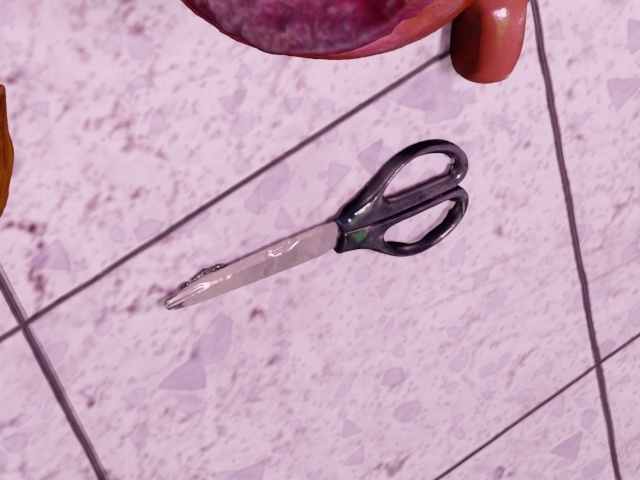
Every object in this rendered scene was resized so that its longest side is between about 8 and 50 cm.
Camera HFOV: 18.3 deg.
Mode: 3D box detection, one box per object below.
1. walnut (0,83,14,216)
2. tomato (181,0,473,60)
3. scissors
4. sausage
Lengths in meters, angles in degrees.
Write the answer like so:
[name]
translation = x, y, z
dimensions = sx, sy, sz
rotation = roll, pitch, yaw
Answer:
[walnut]
translation = -0.276, -0.022, 1.337
dimensions = 0.207, 0.116, 0.116
rotation = -56, 140, 0
[tomato]
translation = 0.028, -0.284, 1.267
dimensions = 0.176, 0.290, 0.334
rotation = -9, 112, -58
[scissors]
translation = 0.000, 0.000, 1.652
dimensions = 0.300, 0.022, 0.109
rotation = -22, 131, -24
[sausage]
translation = 0.137, -0.170, 1.598
dimensions = 0.054, 0.059, 0.094
rotation = -22, 133, -34
